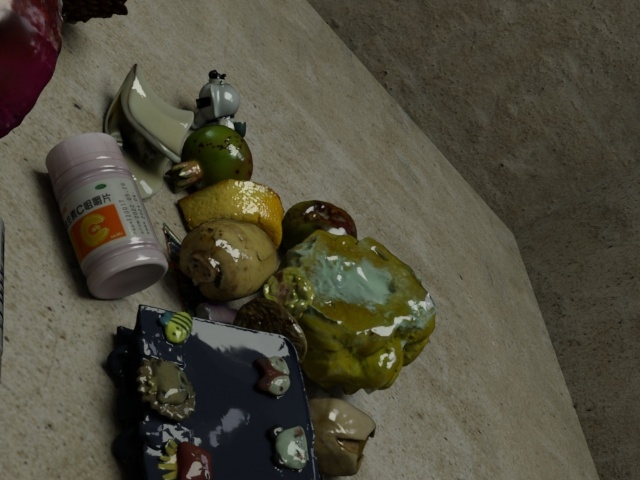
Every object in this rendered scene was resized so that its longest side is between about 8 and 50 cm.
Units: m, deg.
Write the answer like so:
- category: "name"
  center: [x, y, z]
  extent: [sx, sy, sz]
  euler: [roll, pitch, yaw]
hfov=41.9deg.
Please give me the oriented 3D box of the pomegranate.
- category: "pomegranate"
  center: [-0.233, -0.157, 1.762]
  extent: [0.205, 0.159, 0.159]
  euler: [-28, 84, -41]

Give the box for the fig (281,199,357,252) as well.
- category: "fig"
  center: [0.000, 0.000, 1.987]
  extent: [0.181, 0.181, 0.191]
  euler: [-95, 167, -49]

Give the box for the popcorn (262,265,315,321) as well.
- category: "popcorn"
  center: [-0.060, 0.100, 1.567]
  extent: [0.089, 0.096, 0.109]
  euler: [75, -4, -54]

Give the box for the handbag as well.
- category: "handbag"
  center: [-0.163, 0.263, 1.289]
  extent: [0.329, 0.122, 0.303]
  euler: [20, 40, -36]

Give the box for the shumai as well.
- category: "shumai"
  center: [-0.090, 0.164, 1.517]
  extent: [0.139, 0.123, 0.105]
  euler: [30, 18, -8]

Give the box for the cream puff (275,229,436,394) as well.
- category: "cream puff"
  center: [0.059, 0.178, 1.771]
  extent: [0.378, 0.276, 0.378]
  euler: [13, 43, -12]

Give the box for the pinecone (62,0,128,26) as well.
- category: "pinecone"
  center: [-0.491, -0.549, 1.613]
  extent: [0.298, 0.242, 0.296]
  euler: [11, 51, -52]

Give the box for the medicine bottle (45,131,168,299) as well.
- category: "medicine bottle"
  center: [-0.349, -0.041, 1.362]
  extent: [0.133, 0.133, 0.250]
  euler: [12, 50, -60]

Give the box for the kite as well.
- category: "kite"
  center: [-0.249, 0.071, 1.575]
  extent: [0.183, 0.014, 0.241]
  euler: [30, 35, -46]

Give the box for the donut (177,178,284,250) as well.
- category: "donut"
  center: [-0.156, -0.047, 1.738]
  extent: [0.259, 0.152, 0.101]
  euler: [32, 33, -45]

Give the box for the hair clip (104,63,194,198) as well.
- category: "hair clip"
  center: [-0.339, -0.199, 1.649]
  extent: [0.172, 0.113, 0.282]
  euler: [40, 22, -35]

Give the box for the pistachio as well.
- category: "pistachio"
  center: [0.024, 0.367, 1.577]
  extent: [0.153, 0.138, 0.238]
  euler: [30, -3, 44]

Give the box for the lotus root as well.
- category: "lotus root"
  center: [-0.168, 0.033, 1.585]
  extent: [0.160, 0.146, 0.284]
  euler: [66, 20, 0]

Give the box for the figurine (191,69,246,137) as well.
- category: "figurine"
  center: [-0.236, -0.298, 1.938]
  extent: [0.147, 0.126, 0.193]
  euler: [-48, 136, -78]

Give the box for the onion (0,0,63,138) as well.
- category: "onion"
  center: [-0.504, -0.265, 1.116]
  extent: [0.420, 0.398, 0.398]
  euler: [59, 6, -70]

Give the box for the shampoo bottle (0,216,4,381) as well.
- category: "shampoo bottle"
  center: [-0.444, 0.095, 1.043]
  extent: [0.092, 0.092, 0.303]
  euler: [33, 33, -44]

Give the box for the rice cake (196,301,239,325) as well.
- category: "rice cake"
  center: [-0.165, 0.151, 1.602]
  extent: [0.206, 0.036, 0.047]
  euler: [22, 54, -57]
